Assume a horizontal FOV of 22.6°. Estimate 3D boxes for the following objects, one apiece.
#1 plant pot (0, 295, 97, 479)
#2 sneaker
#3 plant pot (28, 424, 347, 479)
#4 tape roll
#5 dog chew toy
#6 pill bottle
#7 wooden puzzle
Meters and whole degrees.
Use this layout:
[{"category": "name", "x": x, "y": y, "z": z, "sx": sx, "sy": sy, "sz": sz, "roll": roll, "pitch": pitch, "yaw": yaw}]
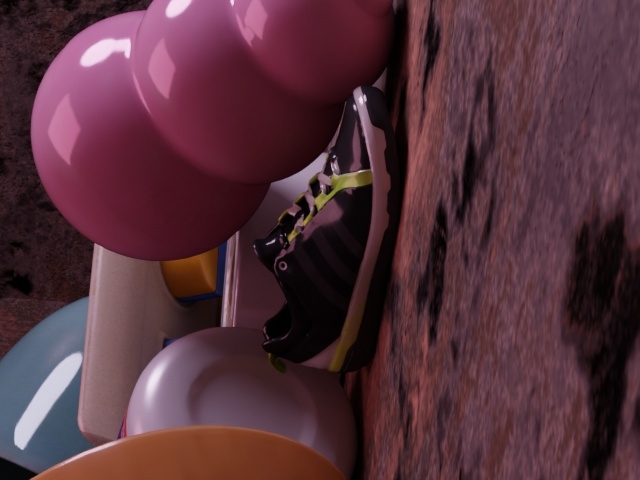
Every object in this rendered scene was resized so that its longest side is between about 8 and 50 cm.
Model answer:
[{"category": "plant pot", "x": -0.239, "y": 0.204, "z": 1.767, "sx": 0.235, "sy": 0.293, "sz": 0.293, "roll": -61, "pitch": -5, "yaw": -25}, {"category": "sneaker", "x": 0.000, "y": 0.000, "z": 1.166, "sx": 0.084, "sy": 0.097, "sz": 0.235, "roll": -99, "pitch": 15, "yaw": -65}, {"category": "plant pot", "x": -0.079, "y": 0.285, "z": 0.979, "sx": 0.203, "sy": 0.290, "sz": 0.291, "roll": -116, "pitch": 28, "yaw": -47}, {"category": "tape roll", "x": -0.037, "y": 0.057, "z": 1.477, "sx": 0.286, "sy": 0.100, "sz": 0.286, "roll": -175, "pitch": 90, "yaw": -84}, {"category": "dog chew toy", "x": -0.075, "y": -0.120, "z": 1.257, "sx": 0.332, "sy": 0.206, "sz": 0.207, "roll": -31, "pitch": 43, "yaw": 34}, {"category": "pill bottle", "x": -0.094, "y": 0.226, "z": 1.320, "sx": 0.323, "sy": 0.181, "sz": 0.182, "roll": 114, "pitch": 162, "yaw": -48}, {"category": "wooden puzzle", "x": -0.110, "y": 0.112, "z": 1.671, "sx": 0.348, "sy": 0.080, "sz": 0.322, "roll": 41, "pitch": -136, "yaw": -51}]
